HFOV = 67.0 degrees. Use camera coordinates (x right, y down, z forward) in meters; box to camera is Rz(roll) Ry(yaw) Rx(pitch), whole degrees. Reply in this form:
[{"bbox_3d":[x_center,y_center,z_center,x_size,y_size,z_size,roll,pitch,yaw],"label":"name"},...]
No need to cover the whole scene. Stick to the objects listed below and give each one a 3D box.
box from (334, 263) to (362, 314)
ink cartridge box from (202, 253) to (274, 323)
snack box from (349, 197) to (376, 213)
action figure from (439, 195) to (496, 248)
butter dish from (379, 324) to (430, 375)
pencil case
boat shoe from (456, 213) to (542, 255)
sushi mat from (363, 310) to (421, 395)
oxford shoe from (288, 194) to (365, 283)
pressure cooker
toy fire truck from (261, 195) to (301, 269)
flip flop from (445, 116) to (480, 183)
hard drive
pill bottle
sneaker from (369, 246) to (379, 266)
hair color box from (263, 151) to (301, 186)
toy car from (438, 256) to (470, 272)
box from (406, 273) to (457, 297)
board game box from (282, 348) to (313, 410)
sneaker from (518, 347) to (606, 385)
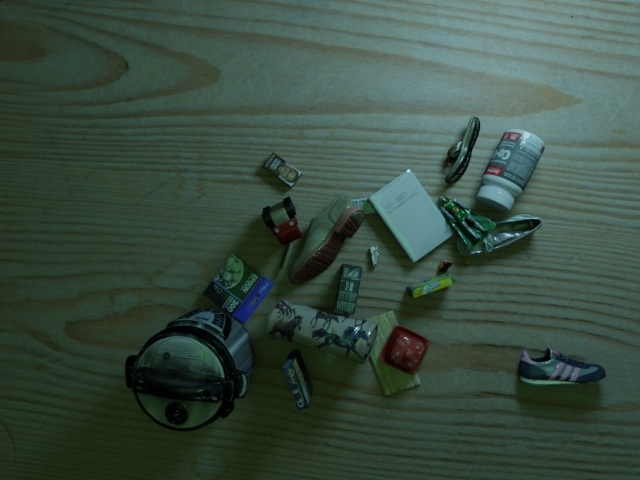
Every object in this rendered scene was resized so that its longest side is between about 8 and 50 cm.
[{"bbox_3d":[0.105,0.183,1.852,0.078,0.147,0.180,10,89,2],"label":"box"},{"bbox_3d":[-0.325,0.194,1.915,0.208,0.045,0.206,36,90,0],"label":"ink cartridge box"},{"bbox_3d":[0.197,-0.139,1.917,0.178,0.022,0.064,-7,90,1],"label":"snack box"},{"bbox_3d":[0.539,-0.093,1.858,0.137,0.063,0.232,-40,62,-3],"label":"action figure"},{"bbox_3d":[0.329,0.424,1.838,0.160,0.118,0.159,26,87,1],"label":"butter dish"},{"bbox_3d":[0.010,0.338,1.799,0.411,0.183,0.159,12,85,13],"label":"pencil case"},{"bbox_3d":[0.685,-0.025,1.862,0.321,0.103,0.118,-16,88,2],"label":"boat shoe"},{"bbox_3d":[0.270,0.445,1.907,0.152,0.019,0.316,-21,88,0],"label":"sushi mat"},{"bbox_3d":[0.000,0.000,1.888,0.397,0.140,0.146,-48,57,5],"label":"oxford shoe"},{"bbox_3d":[-0.444,0.459,1.714,0.370,0.420,0.375,-37,89,9],"label":"pressure cooker"},{"bbox_3d":[-0.134,-0.018,1.840,0.159,0.217,0.246,-26,103,0],"label":"toy fire truck"},{"bbox_3d":[0.540,-0.351,1.880,0.080,0.112,0.277,20,92,28],"label":"flip flop"},{"bbox_3d":[0.353,-0.096,1.889,0.203,0.040,0.307,-35,92,-4],"label":"hard drive"},{"bbox_3d":[0.715,-0.262,1.837,0.161,0.161,0.283,27,89,2],"label":"pill bottle"},{"bbox_3d":[0.218,0.064,1.908,0.037,0.032,0.083,-9,89,2],"label":"sneaker"},{"bbox_3d":[-0.150,-0.279,1.919,0.141,0.043,0.072,36,89,1],"label":"hair color box"},{"bbox_3d":[0.523,0.093,1.908,0.122,0.060,0.040,-3,44,-15],"label":"toy car"},{"bbox_3d":[0.429,0.171,1.865,0.179,0.105,0.043,-18,89,0],"label":"box"},{"bbox_3d":[-0.081,0.512,1.803,0.042,0.243,0.165,-20,88,2],"label":"board game box"},{"bbox_3d":[0.921,0.474,1.843,0.319,0.112,0.131,-4,92,0],"label":"sneaker"}]
